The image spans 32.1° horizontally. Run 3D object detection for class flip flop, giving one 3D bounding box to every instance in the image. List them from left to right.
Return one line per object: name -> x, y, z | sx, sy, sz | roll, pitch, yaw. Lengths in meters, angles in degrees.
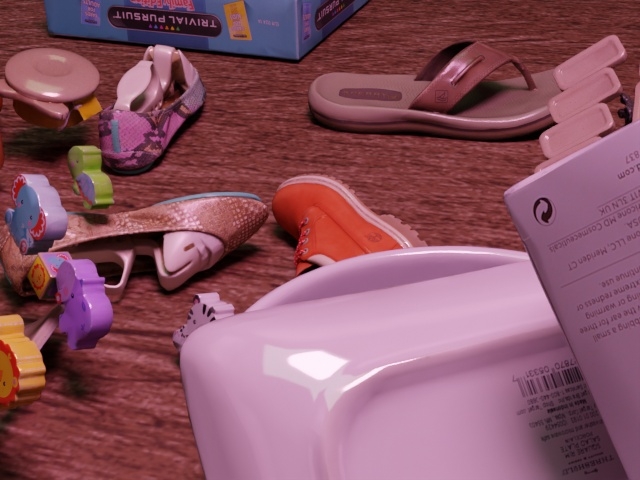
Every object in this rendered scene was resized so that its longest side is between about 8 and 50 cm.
flip flop -> 0.124, -0.156, 1.087 | 0.277, 0.080, 0.112 | 3, 29, 9

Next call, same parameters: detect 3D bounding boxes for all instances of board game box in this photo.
board game box -> -0.134, -0.316, 1.394 | 0.336, 0.079, 0.254 | 10, 31, 20

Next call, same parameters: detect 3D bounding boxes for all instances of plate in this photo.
plate -> 0.109, 0.133, 0.426 | 0.277, 0.045, 0.278 | -11, 74, -15

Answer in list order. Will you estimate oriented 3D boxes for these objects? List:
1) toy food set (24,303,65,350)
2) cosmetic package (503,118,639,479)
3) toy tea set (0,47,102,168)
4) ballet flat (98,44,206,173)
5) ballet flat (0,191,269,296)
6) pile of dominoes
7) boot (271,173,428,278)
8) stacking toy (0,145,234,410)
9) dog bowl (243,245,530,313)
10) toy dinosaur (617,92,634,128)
toy food set -> -0.329, 0.035, 0.668 | 0.306, 0.092, 0.219 | 27, 31, -4
cosmetic package -> 0.277, 0.062, 0.442 | 0.377, 0.284, 0.097 | -15, -10, -38
toy tea set -> -0.357, -0.085, 0.985 | 0.200, 0.124, 0.336 | 29, 40, 17
ballet flat -> -0.161, -0.143, 1.084 | 0.077, 0.079, 0.221 | 4, 29, 9
ballet flat -> -0.138, 0.010, 0.839 | 0.206, 0.073, 0.067 | -8, 57, -5
pile of dominoes -> 0.254, -0.059, 0.816 | 0.196, 0.040, 0.251 | -8, 54, 36
boot -> 0.000, 0.000, 0.842 | 0.085, 0.059, 0.158 | -28, 39, -30
stacking toy -> -0.170, 0.008, 0.716 | 0.167, 0.052, 0.221 | -4, 47, -46
dog bowl -> 0.073, 0.110, 0.587 | 0.265, 0.104, 0.265 | -1, 29, 1
toy dinosaur -> 0.310, -0.094, 0.879 | 0.118, 0.064, 0.268 | -7, 5, -4
